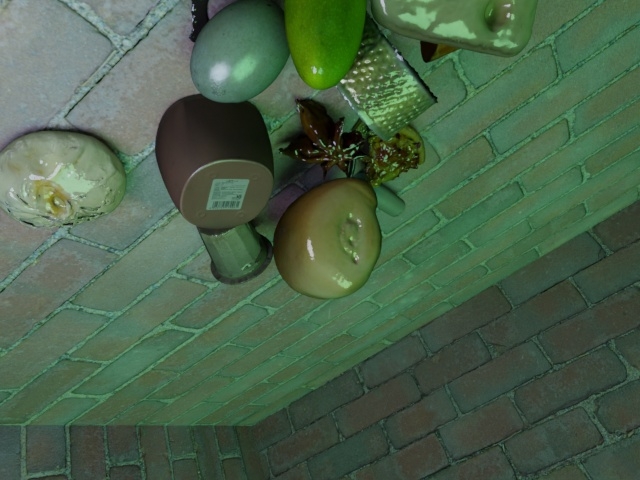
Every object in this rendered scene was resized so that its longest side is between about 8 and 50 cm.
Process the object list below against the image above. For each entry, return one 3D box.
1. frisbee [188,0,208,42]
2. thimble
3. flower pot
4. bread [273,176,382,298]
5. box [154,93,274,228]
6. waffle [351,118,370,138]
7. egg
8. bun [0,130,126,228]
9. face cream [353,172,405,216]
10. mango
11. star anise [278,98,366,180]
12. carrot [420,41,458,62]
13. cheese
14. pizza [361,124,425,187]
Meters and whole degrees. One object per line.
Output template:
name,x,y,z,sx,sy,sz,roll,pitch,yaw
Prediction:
frisbee,-0.234,-0.479,0.907,0.211,0.012,0.187,-12,146,-20
thimble,0.134,-0.373,1.053,0.150,0.270,0.271,-38,145,22
flower pot,-0.269,-0.006,1.407,0.213,0.212,0.202,-20,137,-6
bread,0.000,0.000,1.354,0.253,0.347,0.376,5,175,-15
box,-0.255,-0.180,1.137,0.301,0.216,0.301,-16,148,-10
waffle,0.159,-0.353,1.320,0.092,0.021,0.135,8,137,-37
egg,-0.161,-0.385,0.935,0.236,0.169,0.169,-44,144,7
bun,-0.602,-0.121,1.068,0.288,0.146,0.287,-18,147,-12
face cream,0.202,-0.154,1.576,0.077,0.077,0.250,-39,144,22
mango,0.009,-0.423,0.848,0.156,0.342,0.192,0,154,3
star anise,0.026,-0.256,1.277,0.238,0.148,0.346,-12,155,24
carrot,0.357,-0.556,0.998,0.331,0.214,0.193,-21,-172,4
cheese,0.250,-0.517,0.811,0.329,0.129,0.350,-3,121,-9
pizza,0.221,-0.248,1.407,0.228,0.081,0.290,-51,146,16
